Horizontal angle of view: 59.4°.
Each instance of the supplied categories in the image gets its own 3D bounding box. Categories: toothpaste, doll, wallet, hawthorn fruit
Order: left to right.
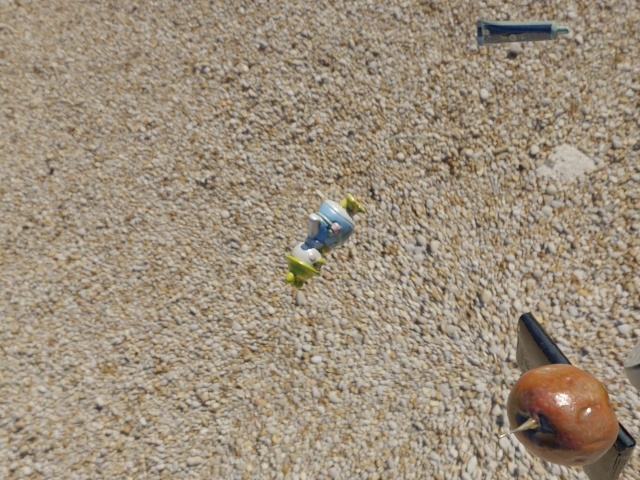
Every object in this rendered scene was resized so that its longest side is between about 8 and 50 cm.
[{"bbox_3d":[0.001,0.001,1.256,0.098,0.135,0.241,34,88,2],"label":"doll"},{"bbox_3d":[0.413,-0.431,1.158,0.197,0.057,0.035,16,40,40],"label":"toothpaste"},{"bbox_3d":[0.337,0.243,0.788,0.149,0.189,0.149,-8,71,24],"label":"hawthorn fruit"},{"bbox_3d":[0.461,0.298,1.066,0.045,0.172,0.318,-14,41,-7],"label":"wallet"}]

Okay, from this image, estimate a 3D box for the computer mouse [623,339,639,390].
[{"bbox_3d":[0.641,0.185,0.946,0.121,0.297,0.184,38,73,18],"label":"computer mouse"}]
